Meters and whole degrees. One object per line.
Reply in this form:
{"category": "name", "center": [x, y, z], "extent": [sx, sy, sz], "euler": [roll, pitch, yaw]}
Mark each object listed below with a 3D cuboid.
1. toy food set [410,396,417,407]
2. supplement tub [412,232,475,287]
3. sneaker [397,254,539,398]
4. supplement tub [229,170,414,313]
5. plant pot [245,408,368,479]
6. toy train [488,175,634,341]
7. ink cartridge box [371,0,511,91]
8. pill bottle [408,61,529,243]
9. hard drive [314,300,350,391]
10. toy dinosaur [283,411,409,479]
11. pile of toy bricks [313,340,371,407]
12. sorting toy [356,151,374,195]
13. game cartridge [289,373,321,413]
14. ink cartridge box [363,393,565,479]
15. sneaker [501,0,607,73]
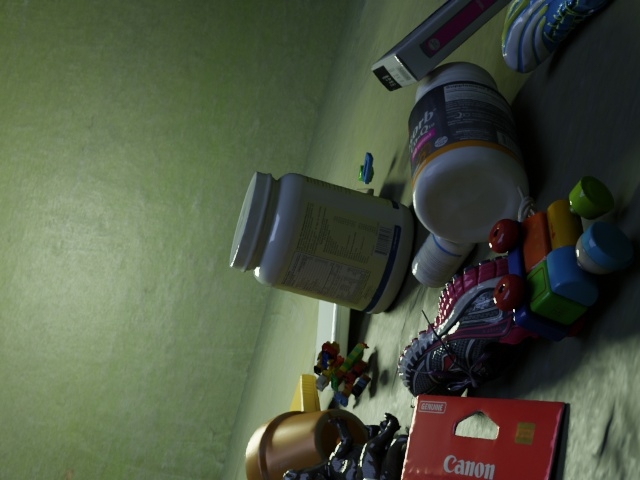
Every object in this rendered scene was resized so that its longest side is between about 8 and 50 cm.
{"category": "toy food set", "center": [0.169, 0.226, 1.438], "extent": [0.122, 0.019, 0.078], "euler": [113, 171, -76]}
{"category": "supplement tub", "center": [0.195, 0.019, 1.445], "extent": [0.107, 0.071, 0.071], "euler": [118, 164, -48]}
{"category": "sneaker", "center": [0.188, 0.149, 1.188], "extent": [0.112, 0.121, 0.299], "euler": [62, 155, 29]}
{"category": "supplement tub", "center": [0.000, 0.000, 1.816], "extent": [0.235, 0.325, 0.235], "euler": [-165, 90, -80]}
{"category": "plant pot", "center": [-0.007, 0.402, 1.691], "extent": [0.188, 0.205, 0.205], "euler": [-38, 34, 47]}
{"category": "toy train", "center": [0.271, -0.022, 1.030], "extent": [0.143, 0.105, 0.248], "euler": [-52, 23, 41]}
{"category": "ink cartridge box", "center": [0.251, -0.387, 1.472], "extent": [0.371, 0.069, 0.176], "euler": [-43, 9, -4]}
{"category": "pill bottle", "center": [0.210, -0.138, 1.337], "extent": [0.278, 0.162, 0.162], "euler": [-87, 16, -50]}
{"category": "hard drive", "center": [0.029, 0.179, 2.066], "extent": [0.203, 0.040, 0.307], "euler": [156, 119, -78]}
{"category": "toy dinosaur", "center": [0.081, 0.372, 1.492], "extent": [0.313, 0.121, 0.160], "euler": [-16, 61, 44]}
{"category": "pile of toy bricks", "center": [0.058, 0.250, 1.838], "extent": [0.105, 0.118, 0.212], "euler": [-49, -18, -23]}
{"category": "sorting toy", "center": [0.101, -0.026, 2.086], "extent": [0.196, 0.047, 0.347], "euler": [-154, 73, -84]}
{"category": "game cartridge", "center": [-0.047, 0.506, 2.024], "extent": [0.323, 0.053, 0.285], "euler": [-94, 18, -58]}
{"category": "ink cartridge box", "center": [0.149, 0.308, 1.080], "extent": [0.296, 0.066, 0.261], "euler": [-15, 60, 61]}
{"category": "sneaker", "center": [0.319, -0.319, 1.214], "extent": [0.126, 0.091, 0.240], "euler": [-92, 21, -58]}
